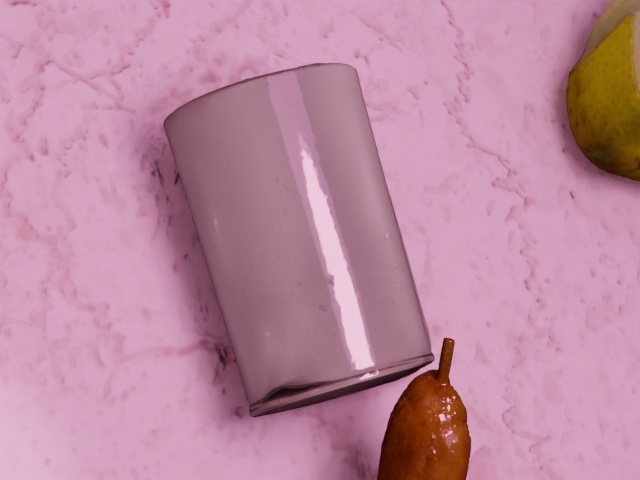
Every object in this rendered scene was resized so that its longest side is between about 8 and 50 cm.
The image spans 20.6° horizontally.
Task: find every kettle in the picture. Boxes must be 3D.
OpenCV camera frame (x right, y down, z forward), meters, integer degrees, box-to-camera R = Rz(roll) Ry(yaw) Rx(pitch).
[{"bbox_3d":[-0.015,0.004,1.795,0.205,0.265,0.318,-17,82,0],"label":"kettle"}]

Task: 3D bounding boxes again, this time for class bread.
[{"bbox_3d":[0.091,0.254,1.727,0.084,0.124,0.344,1,109,-18],"label":"bread"}]

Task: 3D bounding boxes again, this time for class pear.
[{"bbox_3d":[0.418,-0.163,2.080,0.286,0.176,0.282,47,60,-3],"label":"pear"}]
